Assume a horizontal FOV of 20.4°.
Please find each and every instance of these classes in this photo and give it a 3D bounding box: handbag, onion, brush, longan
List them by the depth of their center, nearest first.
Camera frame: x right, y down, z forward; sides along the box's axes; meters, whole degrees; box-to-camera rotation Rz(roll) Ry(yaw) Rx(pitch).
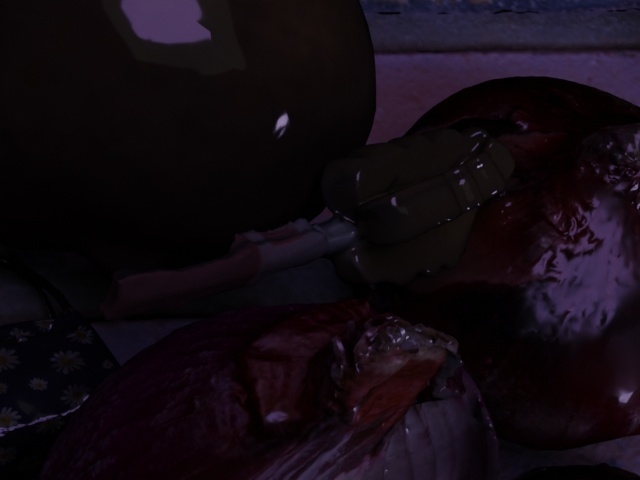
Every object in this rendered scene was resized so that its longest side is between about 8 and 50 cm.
[{"bbox_3d":[-0.030,0.101,0.943,0.267,0.348,0.159,-9,52,-34],"label":"onion"},{"bbox_3d":[0.000,0.000,0.951,0.071,0.084,0.301,39,34,27],"label":"brush"},{"bbox_3d":[-0.110,-0.111,1.035,0.297,0.297,0.297,8,63,-17],"label":"longan"},{"bbox_3d":[-0.182,0.067,1.046,0.115,0.072,0.139,-14,67,-24],"label":"handbag"},{"bbox_3d":[0.155,-0.006,1.131,0.272,0.195,0.272,6,49,-6],"label":"onion"}]

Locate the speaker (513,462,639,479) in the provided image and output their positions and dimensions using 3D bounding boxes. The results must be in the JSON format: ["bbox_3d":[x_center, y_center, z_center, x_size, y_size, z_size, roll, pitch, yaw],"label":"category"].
[{"bbox_3d":[0.191,0.195,0.989,0.259,0.329,0.198,-29,78,-23],"label":"speaker"}]
